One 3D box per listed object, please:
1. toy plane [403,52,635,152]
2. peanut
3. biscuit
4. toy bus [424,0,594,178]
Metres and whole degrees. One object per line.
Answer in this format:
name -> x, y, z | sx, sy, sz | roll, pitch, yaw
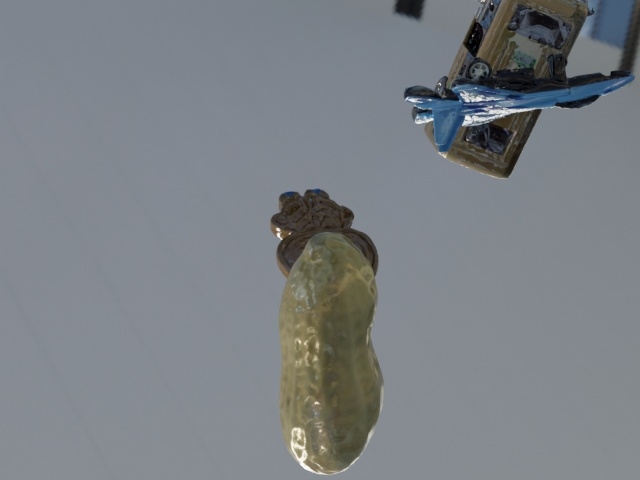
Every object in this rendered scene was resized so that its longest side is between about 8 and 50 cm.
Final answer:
toy plane -> 0.219, -0.166, 1.272 | 0.169, 0.246, 0.078 | 37, -143, -75
peanut -> 0.011, 0.100, 1.032 | 0.098, 0.090, 0.214 | -1, -90, -26
biscuit -> 0.000, 0.000, 1.380 | 0.124, 0.026, 0.175 | -8, -132, -20
toy bus -> 0.259, -0.241, 1.603 | 0.139, 0.290, 0.157 | 21, -160, -10
